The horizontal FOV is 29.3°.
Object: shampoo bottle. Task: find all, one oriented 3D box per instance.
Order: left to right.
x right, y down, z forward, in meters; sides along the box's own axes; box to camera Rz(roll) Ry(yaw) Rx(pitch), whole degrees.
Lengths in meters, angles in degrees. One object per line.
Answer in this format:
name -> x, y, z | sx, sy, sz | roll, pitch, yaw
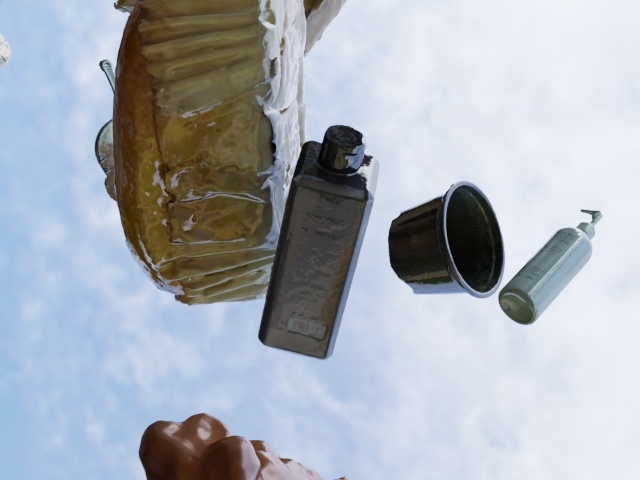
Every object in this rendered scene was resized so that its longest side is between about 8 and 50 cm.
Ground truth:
shampoo bottle -> 0.000, 0.000, 1.188 | 0.079, 0.080, 0.246 | -78, -178, -54
shampoo bottle -> 0.286, 0.022, 1.456 | 0.056, 0.195, 0.056 | 31, -35, 25

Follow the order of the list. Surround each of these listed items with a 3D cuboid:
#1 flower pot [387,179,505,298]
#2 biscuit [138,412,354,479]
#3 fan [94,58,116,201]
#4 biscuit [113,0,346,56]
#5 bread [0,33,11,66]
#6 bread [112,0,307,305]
flower pot -> 0.161, 0.007, 1.618 | 0.107, 0.157, 0.157 | -12, -102, 34
biscuit -> -0.005, 0.271, 0.701 | 0.111, 0.312, 0.318 | -15, -115, 19
fan -> -0.298, -0.178, 1.928 | 0.008, 0.152, 0.226 | -6, -75, 60
biscuit -> -0.070, -0.439, 1.755 | 0.429, 0.104, 0.446 | 8, -119, 44
bread -> -0.533, -0.300, 1.614 | 0.039, 0.251, 0.182 | -39, -165, 30
bread -> -0.115, -0.110, 1.308 | 0.183, 0.236, 0.388 | 5, -63, 10
